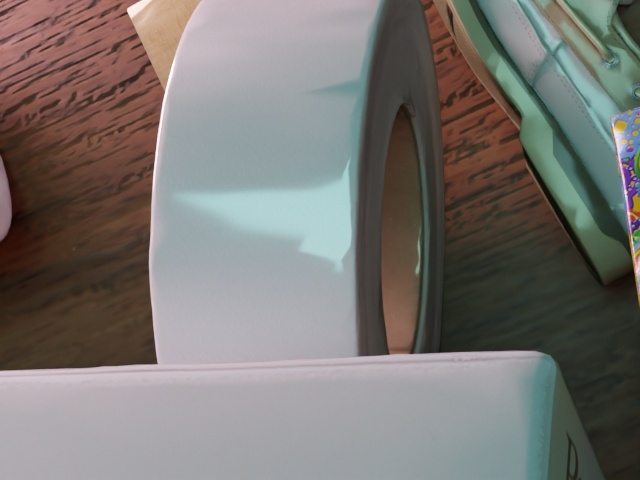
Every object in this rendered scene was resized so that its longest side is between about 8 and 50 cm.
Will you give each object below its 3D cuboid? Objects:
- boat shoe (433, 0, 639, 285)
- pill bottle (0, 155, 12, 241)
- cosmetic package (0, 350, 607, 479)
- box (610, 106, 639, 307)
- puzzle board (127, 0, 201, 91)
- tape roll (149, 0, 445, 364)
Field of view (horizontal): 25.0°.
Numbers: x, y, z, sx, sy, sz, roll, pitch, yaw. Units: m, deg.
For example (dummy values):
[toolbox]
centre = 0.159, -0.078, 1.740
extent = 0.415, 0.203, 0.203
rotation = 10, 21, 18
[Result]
[boat shoe]
centre = 0.138, -0.128, 0.865
extent = 0.103, 0.113, 0.302
rotation = -29, 86, 5
[pill bottle]
centre = -0.414, 0.003, 0.902
extent = 0.392, 0.224, 0.224
rotation = -31, 75, 6
[cosmetic package]
centre = -0.038, 0.293, 0.609
extent = 0.327, 0.329, 0.394
rotation = -4, 59, 19
[box]
centre = 0.268, 0.100, 0.653
extent = 0.177, 0.290, 0.279
rotation = -15, 64, 22
[puzzle board]
centre = -0.054, -0.143, 0.957
extent = 0.128, 0.011, 0.096
rotation = -28, 74, 6
[tape roll]
centre = 0.000, 0.000, 0.778
extent = 0.100, 0.286, 0.286
rotation = 0, 80, 14
